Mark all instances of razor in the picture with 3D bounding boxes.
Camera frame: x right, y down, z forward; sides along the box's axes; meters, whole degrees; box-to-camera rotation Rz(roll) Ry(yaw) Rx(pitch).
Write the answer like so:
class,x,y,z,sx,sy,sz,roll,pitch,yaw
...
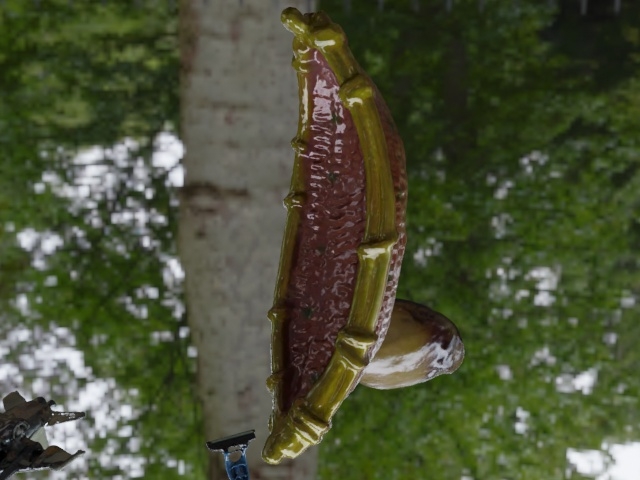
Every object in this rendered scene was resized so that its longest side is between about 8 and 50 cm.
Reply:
class,x,y,z,sx,sy,sz,roll,pitch,yaw
razor,-0.097,0.414,1.944,0.082,0.253,0.042,-14,160,-26

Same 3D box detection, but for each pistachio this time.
class,x,y,z,sx,sy,sz,roll,pitch,yaw
pistachio,0.086,0.130,1.695,0.210,0.165,0.131,12,-132,2

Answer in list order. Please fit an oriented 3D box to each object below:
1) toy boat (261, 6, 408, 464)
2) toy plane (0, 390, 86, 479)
class,x,y,z,sx,sy,sz,roll,pitch,yaw
toy boat,0.006,-0.001,0.919,0.099,0.318,0.141,4,179,-30
toy plane,-0.349,0.219,1.264,0.192,0.088,0.262,9,-160,26
